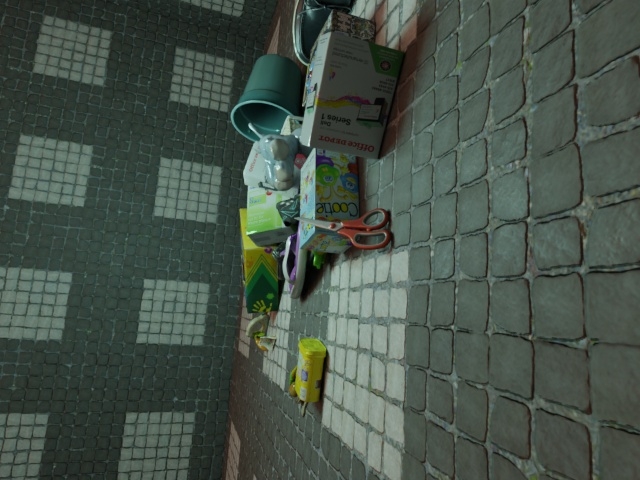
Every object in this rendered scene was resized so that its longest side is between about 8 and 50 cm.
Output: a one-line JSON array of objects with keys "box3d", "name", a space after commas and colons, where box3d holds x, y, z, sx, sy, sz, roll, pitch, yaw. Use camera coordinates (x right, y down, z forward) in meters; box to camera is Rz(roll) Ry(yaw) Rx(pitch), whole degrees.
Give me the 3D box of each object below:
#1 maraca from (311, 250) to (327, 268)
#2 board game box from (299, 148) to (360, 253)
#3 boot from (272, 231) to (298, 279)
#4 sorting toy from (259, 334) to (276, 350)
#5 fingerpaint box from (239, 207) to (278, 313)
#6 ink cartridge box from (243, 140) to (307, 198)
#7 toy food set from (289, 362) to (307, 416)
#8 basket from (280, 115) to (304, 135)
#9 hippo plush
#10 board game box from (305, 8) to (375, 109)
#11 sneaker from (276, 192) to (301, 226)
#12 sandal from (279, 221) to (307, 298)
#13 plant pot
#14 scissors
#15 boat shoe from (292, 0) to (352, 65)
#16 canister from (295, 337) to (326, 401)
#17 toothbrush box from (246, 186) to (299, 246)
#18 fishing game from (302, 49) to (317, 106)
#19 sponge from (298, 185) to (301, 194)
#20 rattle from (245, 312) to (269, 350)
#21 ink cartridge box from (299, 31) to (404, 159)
[{"box3d": [0.000, 0.000, 1.365, 0.127, 0.099, 0.186, -40, -46, -57], "name": "maraca"}, {"box3d": [0.025, -0.117, 1.254, 0.144, 0.142, 0.275, 136, 138, -62], "name": "board game box"}, {"box3d": [-0.109, 0.066, 1.695, 0.076, 0.189, 0.208, 54, 168, 32], "name": "boot"}, {"box3d": [-0.260, 0.490, 2.027, 0.045, 0.075, 0.083, -110, 32, -55], "name": "sorting toy"}, {"box3d": [-0.323, 0.089, 2.128, 0.445, 0.163, 0.371, -114, 24, -58], "name": "fingerpaint box"}, {"box3d": [-0.190, -0.300, 1.773, 0.100, 0.237, 0.172, 113, 172, -67], "name": "ink cartridge box"}, {"box3d": [-0.084, 0.527, 1.522, 0.192, 0.038, 0.132, -113, 35, -58], "name": "toy food set"}, {"box3d": [-0.112, -0.464, 1.876, 0.167, 0.113, 0.103, 127, 142, -57], "name": "basket"}, {"box3d": [-0.106, -0.341, 1.638, 0.294, 0.236, 0.234, 47, 152, 49], "name": "hippo plush"}, {"box3d": [0.055, -0.511, 1.314, 0.232, 0.141, 0.291, 158, 118, -70], "name": "board game box"}, {"box3d": [-0.076, -0.125, 1.633, 0.267, 0.101, 0.106, -15, 84, 54], "name": "sneaker"}, {"box3d": [-0.102, 0.077, 1.533, 0.169, 0.102, 0.416, -86, 5, -46], "name": "sandal"}, {"box3d": [-0.238, -0.702, 2.052, 0.341, 0.341, 0.334, 136, 145, -63], "name": "plant pot"}, {"box3d": [0.044, -0.026, 1.073, 0.297, 0.021, 0.109, -2, 70, 31], "name": "scissors"}, {"box3d": [0.025, -0.869, 1.488, 0.156, 0.186, 0.500, -95, 26, -50], "name": "boat shoe"}, {"box3d": [-0.035, 0.420, 1.357, 0.126, 0.073, 0.170, -158, 75, -72], "name": "canister"}, {"box3d": [-0.211, -0.137, 1.858, 0.122, 0.206, 0.283, 60, -157, -57], "name": "toothbrush box"}, {"box3d": [-0.020, -0.485, 1.238, 0.264, 0.041, 0.189, -127, 44, -65], "name": "fishing game"}, {"box3d": [-0.060, -0.203, 1.738, 0.117, 0.031, 0.210, -109, 31, -56], "name": "sponge"}, {"box3d": [-0.295, 0.446, 2.174, 0.200, 0.130, 0.143, -55, 32, 2], "name": "rattle"}, {"box3d": [0.075, -0.369, 1.093, 0.117, 0.201, 0.278, -126, 45, -65], "name": "ink cartridge box"}]
